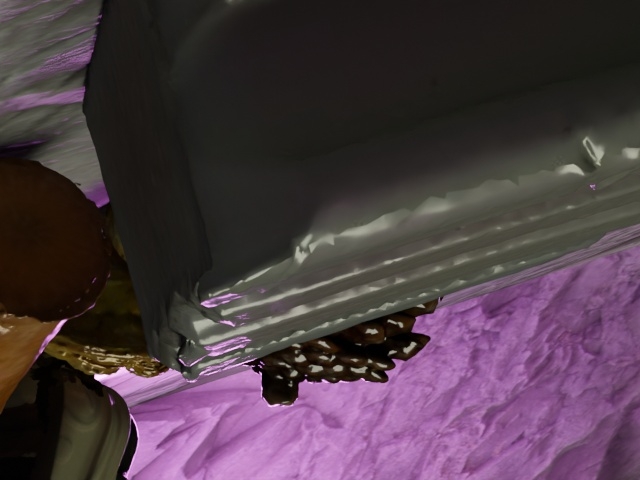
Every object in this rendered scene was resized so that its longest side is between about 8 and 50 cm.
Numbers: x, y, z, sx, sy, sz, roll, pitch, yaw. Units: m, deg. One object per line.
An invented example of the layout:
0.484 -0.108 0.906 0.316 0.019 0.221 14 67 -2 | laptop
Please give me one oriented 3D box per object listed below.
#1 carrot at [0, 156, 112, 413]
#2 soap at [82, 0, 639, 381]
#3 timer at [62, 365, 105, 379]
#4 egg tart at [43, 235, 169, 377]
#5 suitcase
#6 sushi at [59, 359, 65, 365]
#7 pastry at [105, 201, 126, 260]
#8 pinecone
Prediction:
-0.289 0.045 1.184 0.196 0.196 0.254 -12 161 -35 | carrot
0.086 -0.090 0.973 0.435 0.213 0.350 -16 168 -13 | soap
-0.308 0.235 1.955 0.175 0.266 0.175 -18 171 -3 | timer
-0.210 0.046 1.408 0.212 0.090 0.212 19 -165 -5 | egg tart
-0.350 0.209 1.522 0.351 0.339 0.194 11 160 26 | suitcase
-0.214 0.089 1.670 0.192 0.040 0.210 -24 -161 27 | sushi
-0.114 -0.026 1.363 0.153 0.081 0.153 -22 170 -4 | pastry
0.000 0.000 1.221 0.224 0.272 0.224 20 174 2 | pinecone
